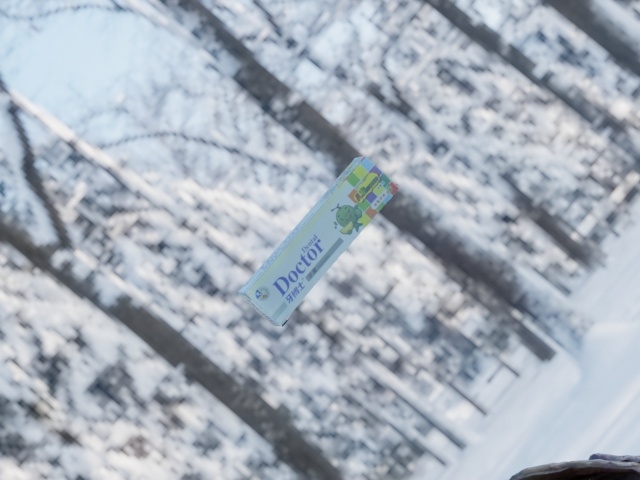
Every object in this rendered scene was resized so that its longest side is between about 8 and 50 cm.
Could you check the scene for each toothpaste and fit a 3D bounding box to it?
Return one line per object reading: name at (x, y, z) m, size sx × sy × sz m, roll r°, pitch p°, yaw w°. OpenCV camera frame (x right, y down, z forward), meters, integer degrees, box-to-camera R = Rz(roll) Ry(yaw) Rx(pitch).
toothpaste at (0.000, 0.000, 1.280) m, size 0.164 × 0.046 × 0.034 m, roll -49°, pitch 13°, yaw -11°

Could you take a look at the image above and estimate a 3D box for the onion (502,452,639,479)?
onion at (0.016, 0.149, 0.344) m, size 0.272 × 0.195 × 0.272 m, roll -43°, pitch 21°, yaw 21°
